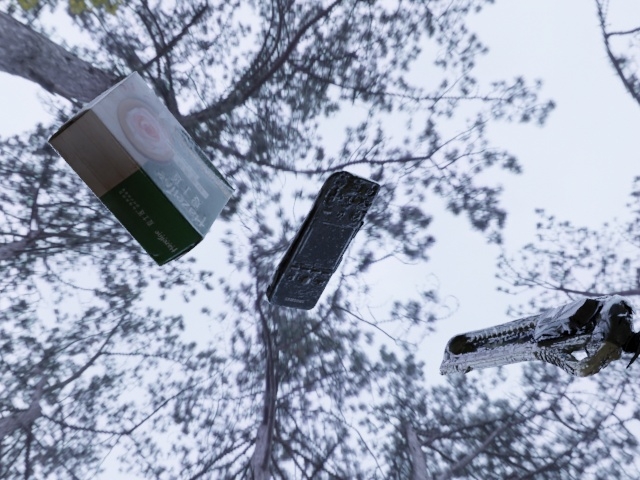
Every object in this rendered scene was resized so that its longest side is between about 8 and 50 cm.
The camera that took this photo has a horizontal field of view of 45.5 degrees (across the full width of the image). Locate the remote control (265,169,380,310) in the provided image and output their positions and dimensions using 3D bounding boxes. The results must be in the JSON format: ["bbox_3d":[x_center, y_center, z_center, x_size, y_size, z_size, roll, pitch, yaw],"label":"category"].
[{"bbox_3d":[0.000,0.000,0.460,0.039,0.014,0.096,14,-64,-35],"label":"remote control"}]

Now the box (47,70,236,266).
[{"bbox_3d":[-0.206,-0.086,0.910,0.081,0.135,0.199,-32,-71,26],"label":"box"}]

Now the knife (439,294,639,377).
[{"bbox_3d":[0.203,0.105,0.789,0.089,0.365,0.043,-43,-88,-19],"label":"knife"}]
